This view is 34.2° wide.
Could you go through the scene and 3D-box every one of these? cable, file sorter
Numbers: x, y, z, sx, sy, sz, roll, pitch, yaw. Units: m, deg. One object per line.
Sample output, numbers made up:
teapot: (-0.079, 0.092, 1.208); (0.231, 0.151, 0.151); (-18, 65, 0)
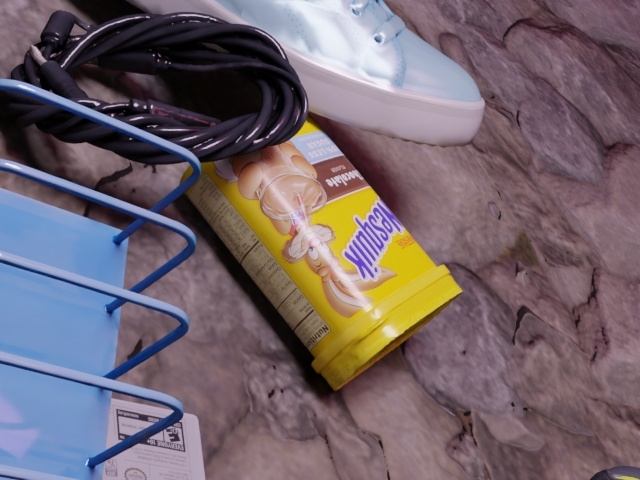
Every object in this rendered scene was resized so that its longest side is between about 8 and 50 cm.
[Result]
cable: (-0.099, -0.097, 0.639); (0.184, 0.047, 0.150); (15, 34, 7)
file sorter: (-0.121, 0.036, 0.439); (0.118, 0.104, 0.170); (21, 54, -32)

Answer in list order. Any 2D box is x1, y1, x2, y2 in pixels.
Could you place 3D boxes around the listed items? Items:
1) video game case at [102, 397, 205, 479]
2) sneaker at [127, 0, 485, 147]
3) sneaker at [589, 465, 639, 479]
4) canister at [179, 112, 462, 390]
video game case: (-0.119, 0.133, 0.482); (0.157, 0.019, 0.143); (19, 44, -35)
sneaker: (-0.026, -0.198, 0.730); (0.366, 0.150, 0.135); (28, 23, -5)
sneaker: (0.286, 0.255, 0.724); (0.300, 0.111, 0.121); (43, 23, -12)
canister: (0.000, 0.000, 0.691); (0.170, 0.073, 0.126); (51, 35, 9)
